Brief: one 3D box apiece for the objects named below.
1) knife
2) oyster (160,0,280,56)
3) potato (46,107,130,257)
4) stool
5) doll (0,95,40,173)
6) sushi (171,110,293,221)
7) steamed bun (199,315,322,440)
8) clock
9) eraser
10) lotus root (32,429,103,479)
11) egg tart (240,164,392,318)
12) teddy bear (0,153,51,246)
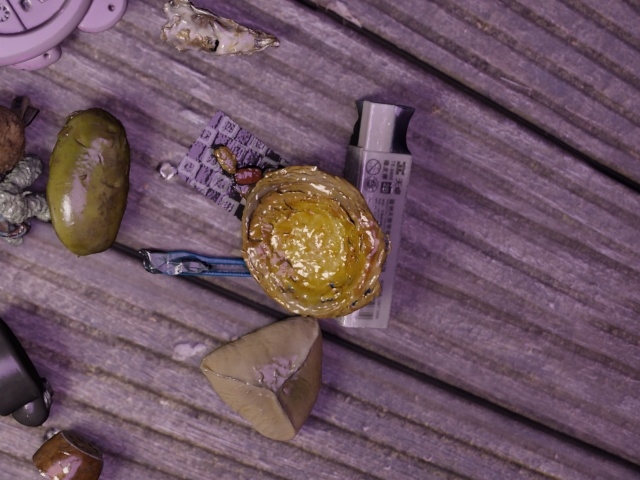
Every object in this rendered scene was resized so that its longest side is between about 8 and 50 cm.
[{"bbox_3d":[-0.176,0.044,1.881,0.297,0.026,0.044,3,87,-19],"label":"knife"},{"bbox_3d":[-0.178,-0.349,1.801,0.200,0.061,0.106,29,108,-19],"label":"oyster"},{"bbox_3d":[-0.379,-0.093,1.730,0.149,0.113,0.251,-4,105,-60],"label":"potato"},{"bbox_3d":[-0.530,0.234,1.727,0.139,0.153,0.228,-32,109,-11],"label":"stool"},{"bbox_3d":[-0.521,-0.152,1.656,0.221,0.115,0.105,-36,101,-42],"label":"doll"},{"bbox_3d":[-0.142,-0.119,1.858,0.201,0.031,0.139,35,88,-21],"label":"sushi"},{"bbox_3d":[-0.075,0.262,1.915,0.231,0.110,0.212,-25,108,-10],"label":"steamed bun"},{"bbox_3d":[-0.493,-0.405,1.642,0.322,0.113,0.295,-33,109,-9],"label":"clock"},{"bbox_3d":[0.091,-0.047,1.918,0.098,0.096,0.403,4,98,-18],"label":"eraser"},{"bbox_3d":[-0.430,0.379,1.806,0.112,0.122,0.081,37,85,-12],"label":"lotus root"},{"bbox_3d":[0.000,0.000,1.841,0.291,0.107,0.290,6,106,22],"label":"egg tart"},{"bbox_3d":[-0.523,-0.044,1.700,0.213,0.111,0.133,-29,104,-13],"label":"teddy bear"}]
